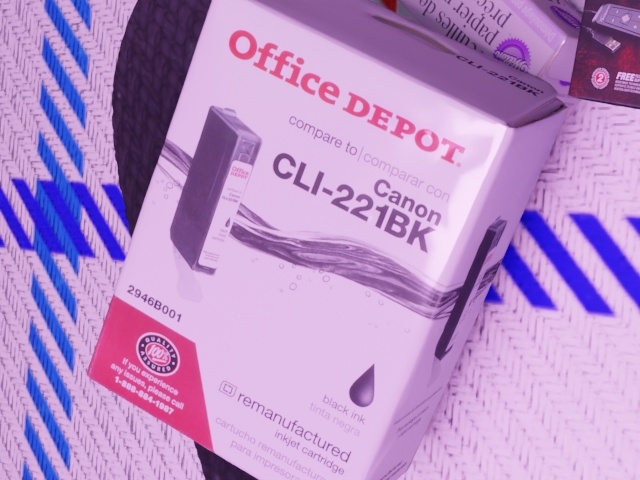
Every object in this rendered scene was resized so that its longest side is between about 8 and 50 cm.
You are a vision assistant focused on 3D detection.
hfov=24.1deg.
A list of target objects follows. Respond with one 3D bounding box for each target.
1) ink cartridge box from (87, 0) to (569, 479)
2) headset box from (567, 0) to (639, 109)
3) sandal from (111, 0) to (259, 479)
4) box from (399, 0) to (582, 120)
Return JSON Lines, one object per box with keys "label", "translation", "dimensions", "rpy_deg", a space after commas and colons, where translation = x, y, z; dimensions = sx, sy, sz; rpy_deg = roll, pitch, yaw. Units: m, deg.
{"label": "ink cartridge box", "translation": [0.000, 0.000, 0.911], "dimensions": [0.197, 0.114, 0.273], "rpy_deg": [28, 111, 17]}
{"label": "headset box", "translation": [0.269, -0.200, 0.777], "dimensions": [0.218, 0.110, 0.293], "rpy_deg": [17, 100, 41]}
{"label": "sandal", "translation": [-0.045, 0.016, 1.078], "dimensions": [0.167, 0.107, 0.446], "rpy_deg": [-5, 99, 41]}
{"label": "box", "translation": [0.062, -0.204, 0.994], "dimensions": [0.324, 0.067, 0.063], "rpy_deg": [51, 121, 31]}
